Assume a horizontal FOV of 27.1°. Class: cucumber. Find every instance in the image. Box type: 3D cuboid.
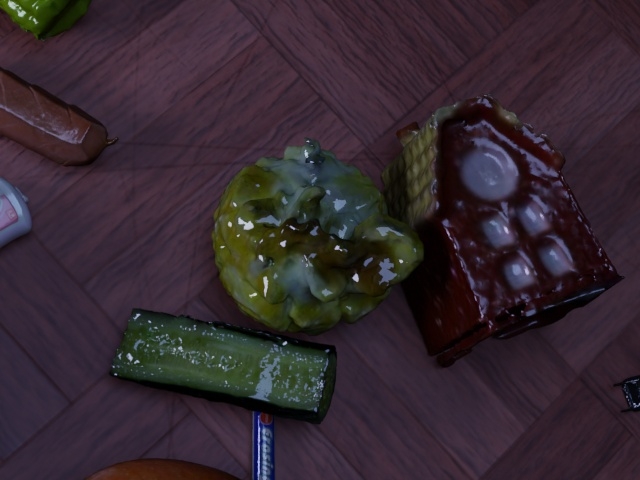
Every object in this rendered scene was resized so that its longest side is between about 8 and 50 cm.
[{"bbox_3d":[-0.093,0.122,1.293,0.211,0.062,0.078,10,75,10],"label":"cucumber"}]

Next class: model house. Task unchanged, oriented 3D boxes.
[{"bbox_3d":[0.154,-0.022,1.335,0.160,0.196,0.254,-24,81,-17],"label":"model house"}]

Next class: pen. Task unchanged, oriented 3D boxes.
[{"bbox_3d":[-0.056,0.190,1.310,0.025,0.025,0.204,3,74,-13],"label":"pen"}]

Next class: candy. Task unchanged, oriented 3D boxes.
[{"bbox_3d":[-0.320,-0.299,1.354,0.097,0.097,0.209,-40,79,-21],"label":"candy"}]

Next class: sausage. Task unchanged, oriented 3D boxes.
[{"bbox_3d":[-0.285,-0.123,1.326,0.169,0.065,0.065,28,70,-4],"label":"sausage"}]

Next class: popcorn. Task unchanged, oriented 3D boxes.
[{"bbox_3d":[0.000,0.000,1.295,0.198,0.212,0.198,-8,103,-36],"label":"popcorn"}]

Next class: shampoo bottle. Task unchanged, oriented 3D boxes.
[{"bbox_3d":[-0.329,-0.019,1.293,0.099,0.043,0.072,-36,85,-20],"label":"shampoo bottle"}]

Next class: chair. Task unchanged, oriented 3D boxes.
[{"bbox_3d":[0.346,0.161,1.417,0.086,0.042,0.037,0,72,-51],"label":"chair"}]

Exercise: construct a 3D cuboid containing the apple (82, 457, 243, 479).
[{"bbox_3d":[-0.130,0.316,1.162,0.272,0.206,0.251,40,66,1],"label":"apple"}]
